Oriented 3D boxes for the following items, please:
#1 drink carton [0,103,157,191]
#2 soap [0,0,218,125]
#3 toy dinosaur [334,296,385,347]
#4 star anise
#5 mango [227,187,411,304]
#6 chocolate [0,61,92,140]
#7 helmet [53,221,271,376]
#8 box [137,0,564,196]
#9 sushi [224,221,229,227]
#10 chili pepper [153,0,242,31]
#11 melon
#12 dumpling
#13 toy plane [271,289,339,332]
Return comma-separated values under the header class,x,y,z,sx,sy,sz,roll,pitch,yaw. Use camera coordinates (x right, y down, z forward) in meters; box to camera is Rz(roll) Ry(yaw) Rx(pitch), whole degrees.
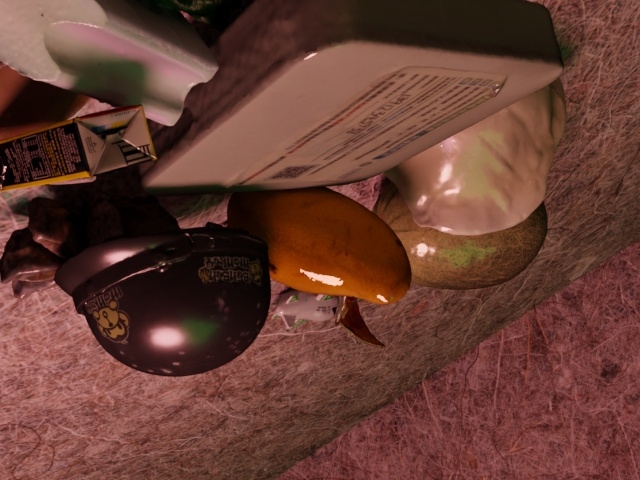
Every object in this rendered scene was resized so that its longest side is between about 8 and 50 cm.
class,x,y,z,sx,sy,sz,roll,pitch,yaw
drink carton,-0.226,-0.078,0.642,0.165,0.056,0.071,-3,-167,44
soap,-0.211,-0.197,0.608,0.091,0.145,0.230,-47,156,16
toy dinosaur,0.135,0.099,1.529,0.327,0.113,0.206,-59,159,21
star anise,-0.295,-0.006,0.922,0.223,0.109,0.236,-12,168,-15
mango,-0.002,0.004,1.038,0.177,0.294,0.120,-49,164,-45
chocolate,-0.345,-0.115,0.688,0.261,0.083,0.161,-35,171,16
helmet,-0.178,0.088,0.888,0.230,0.161,0.278,-24,165,35
box,0.026,-0.161,0.836,0.396,0.111,0.395,-7,168,-41
sushi,-0.105,0.008,1.148,0.094,0.098,0.084,-30,156,-1
chili pepper,-0.132,-0.245,0.656,0.062,0.108,0.216,-3,169,26
melon,0.243,-0.031,1.263,0.329,0.249,0.249,-3,146,-27
dumpling,0.254,-0.142,1.069,0.318,0.243,0.187,-24,171,-2
toy plane,-0.025,0.138,1.500,0.173,0.080,0.174,-26,157,-12
